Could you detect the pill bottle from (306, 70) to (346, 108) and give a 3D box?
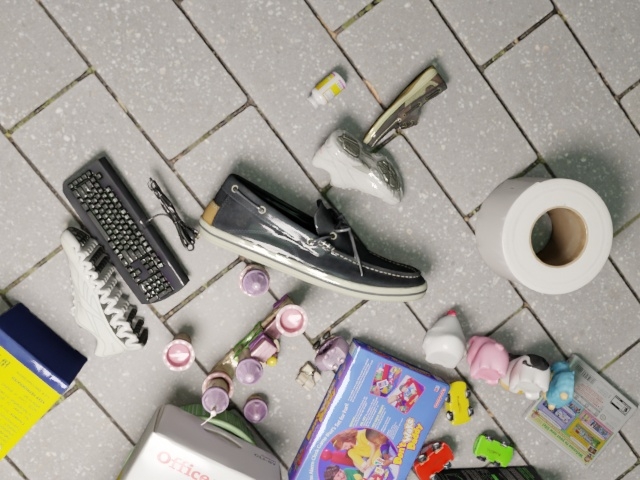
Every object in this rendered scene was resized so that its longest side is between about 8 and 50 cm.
[{"bbox_3d":[0.012,-0.318,1.526,0.083,0.043,0.043,-40,100,-1],"label":"pill bottle"}]

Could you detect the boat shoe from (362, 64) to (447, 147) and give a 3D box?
[{"bbox_3d":[0.185,-0.276,1.536,0.073,0.080,0.223,43,85,-5],"label":"boat shoe"}]

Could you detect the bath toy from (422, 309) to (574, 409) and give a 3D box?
[{"bbox_3d":[0.391,0.262,1.601,0.348,0.151,0.129,23,55,-7],"label":"bath toy"}]

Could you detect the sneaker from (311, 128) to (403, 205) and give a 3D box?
[{"bbox_3d":[0.078,-0.143,1.542,0.232,0.090,0.115,36,135,-26],"label":"sneaker"}]

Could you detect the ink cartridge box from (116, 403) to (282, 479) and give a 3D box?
[{"bbox_3d":[-0.282,0.554,1.372,0.279,0.160,0.385,29,92,-9],"label":"ink cartridge box"}]

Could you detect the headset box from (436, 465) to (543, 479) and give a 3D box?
[{"bbox_3d":[0.384,0.660,1.639,0.283,0.131,0.246,1,97,-8],"label":"headset box"}]

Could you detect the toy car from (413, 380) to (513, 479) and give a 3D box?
[{"bbox_3d":[0.336,0.459,1.643,0.225,0.053,0.239,25,83,-16],"label":"toy car"}]

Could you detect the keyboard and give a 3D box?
[{"bbox_3d":[-0.377,-0.029,1.490,0.201,0.033,0.317,-31,100,11],"label":"keyboard"}]

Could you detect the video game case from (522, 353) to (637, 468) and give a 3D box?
[{"bbox_3d":[0.613,0.405,1.697,0.212,0.023,0.193,39,90,-11],"label":"video game case"}]

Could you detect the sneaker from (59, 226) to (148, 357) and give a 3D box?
[{"bbox_3d":[-0.471,0.113,1.480,0.118,0.110,0.292,-23,102,7],"label":"sneaker"}]

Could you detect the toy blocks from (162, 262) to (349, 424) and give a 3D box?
[{"bbox_3d":[-0.122,0.241,1.460,0.288,0.260,0.309,-45,100,-1],"label":"toy blocks"}]

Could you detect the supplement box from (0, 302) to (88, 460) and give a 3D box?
[{"bbox_3d":[-0.674,0.329,1.430,0.194,0.195,0.356,44,89,-10],"label":"supplement box"}]

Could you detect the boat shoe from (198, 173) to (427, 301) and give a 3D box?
[{"bbox_3d":[0.000,0.000,1.492,0.500,0.187,0.156,21,99,-4],"label":"boat shoe"}]

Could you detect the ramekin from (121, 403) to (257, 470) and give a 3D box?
[{"bbox_3d":[-0.264,0.497,1.526,0.303,0.148,0.303,-1,96,-8],"label":"ramekin"}]

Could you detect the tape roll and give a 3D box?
[{"bbox_3d":[0.480,-0.016,1.559,0.246,0.169,0.246,-1,97,-8],"label":"tape roll"}]

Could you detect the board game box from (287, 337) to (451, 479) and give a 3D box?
[{"bbox_3d":[0.106,0.425,1.603,0.233,0.078,0.347,26,93,-10],"label":"board game box"}]
